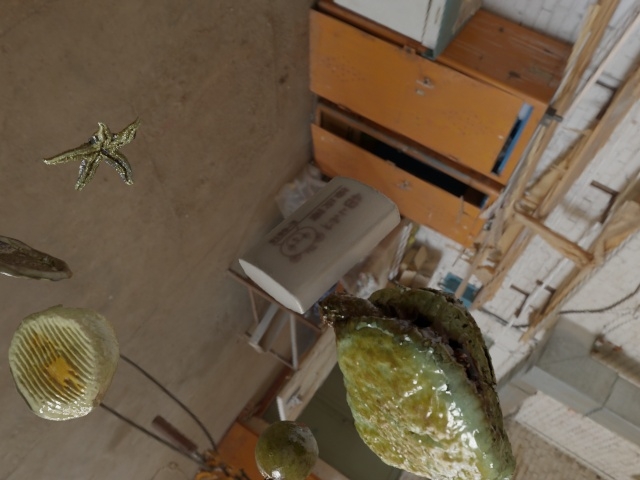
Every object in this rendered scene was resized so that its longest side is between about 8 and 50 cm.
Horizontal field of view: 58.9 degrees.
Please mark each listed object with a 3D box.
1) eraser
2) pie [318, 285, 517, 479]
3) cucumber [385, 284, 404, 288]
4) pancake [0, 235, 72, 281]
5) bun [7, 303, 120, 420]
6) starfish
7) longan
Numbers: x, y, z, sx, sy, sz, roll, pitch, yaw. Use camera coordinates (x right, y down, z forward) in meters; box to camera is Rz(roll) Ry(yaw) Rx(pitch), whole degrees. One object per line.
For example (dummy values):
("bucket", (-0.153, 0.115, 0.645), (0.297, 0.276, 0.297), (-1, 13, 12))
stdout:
("eraser", (0.000, 0.000, 1.073), (0.270, 0.174, 0.094), (-41, 138, -21))
("pie", (0.188, 0.290, 1.061), (0.180, 0.395, 0.418), (-28, 109, -30))
("cucumber", (0.162, 0.220, 1.324), (0.074, 0.075, 0.241), (70, 22, -71))
("pancake", (-0.609, 0.036, 1.145), (0.212, 0.235, 0.029), (22, 93, -39))
("bun", (-0.543, 0.252, 1.217), (0.243, 0.244, 0.153), (-58, 172, -5))
("starfish", (-0.430, -0.162, 1.073), (0.176, 0.053, 0.208), (-14, 150, -39))
("longan", (-0.083, 0.494, 1.285), (0.176, 0.145, 0.154), (-62, 152, -26))
